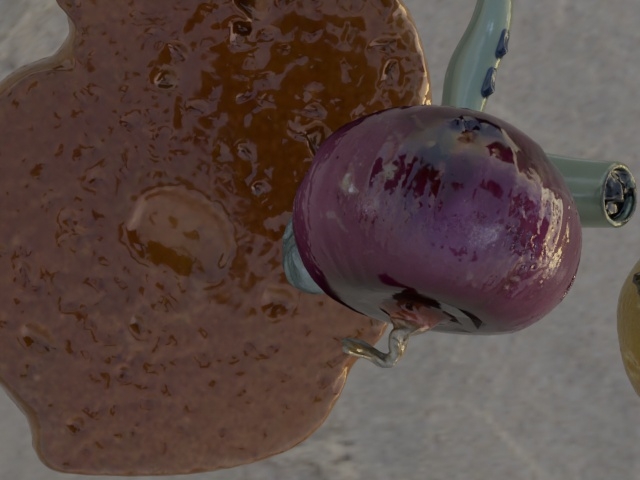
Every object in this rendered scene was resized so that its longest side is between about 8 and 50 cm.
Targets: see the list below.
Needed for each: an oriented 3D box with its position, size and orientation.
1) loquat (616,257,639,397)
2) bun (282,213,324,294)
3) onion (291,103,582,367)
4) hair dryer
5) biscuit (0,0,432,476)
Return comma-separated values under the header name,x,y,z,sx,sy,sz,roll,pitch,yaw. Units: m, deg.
name,x,y,z,sx,sy,sz,roll,pitch,yaw
loquat,0.376,0.081,1.891,0.246,0.213,0.213,29,67,-45
bun,0.000,0.000,1.350,0.045,0.083,0.083,28,69,-14
onion,0.071,-0.005,1.194,0.177,0.177,0.153,-7,86,-29
hair dryer,0.175,-0.103,1.744,0.119,0.296,0.298,33,88,-46
biscuit,-0.095,-0.028,1.465,0.350,0.078,0.455,24,96,-10
